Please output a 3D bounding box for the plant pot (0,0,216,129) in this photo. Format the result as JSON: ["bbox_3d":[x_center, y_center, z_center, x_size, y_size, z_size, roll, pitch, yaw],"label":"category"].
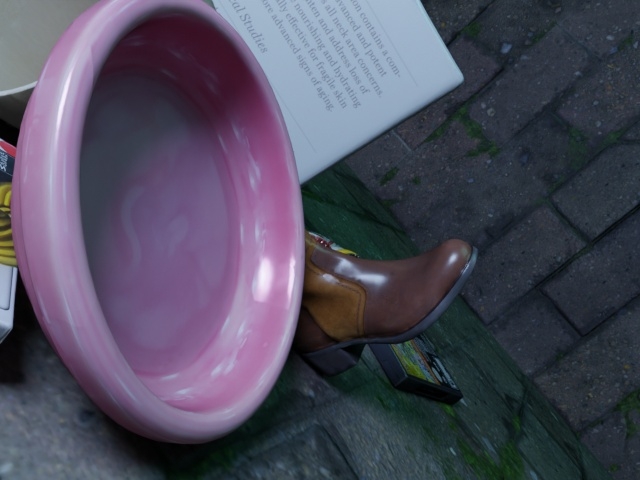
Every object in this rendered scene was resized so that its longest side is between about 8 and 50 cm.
[{"bbox_3d":[-0.196,-0.168,0.617,0.256,0.256,0.274,57,1,33],"label":"plant pot"}]

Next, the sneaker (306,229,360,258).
[{"bbox_3d":[-0.027,0.025,0.900,0.092,0.088,0.225,32,4,31],"label":"sneaker"}]

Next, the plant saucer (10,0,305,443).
[{"bbox_3d":[-0.109,-0.017,0.445,0.332,0.084,0.332,-3,90,-70],"label":"plant saucer"}]

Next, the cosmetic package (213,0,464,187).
[{"bbox_3d":[-0.042,-0.276,0.893,0.329,0.393,0.327,58,12,-8],"label":"cosmetic package"}]

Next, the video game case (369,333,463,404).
[{"bbox_3d":[0.138,0.172,1.057,0.248,0.035,0.275,32,22,-49],"label":"video game case"}]

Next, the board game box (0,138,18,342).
[{"bbox_3d":[-0.311,-0.061,0.287,0.305,0.053,0.193,35,19,-42],"label":"board game box"}]

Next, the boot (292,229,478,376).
[{"bbox_3d":[0.000,0.000,0.644,0.280,0.264,0.096,47,38,-9],"label":"boot"}]
